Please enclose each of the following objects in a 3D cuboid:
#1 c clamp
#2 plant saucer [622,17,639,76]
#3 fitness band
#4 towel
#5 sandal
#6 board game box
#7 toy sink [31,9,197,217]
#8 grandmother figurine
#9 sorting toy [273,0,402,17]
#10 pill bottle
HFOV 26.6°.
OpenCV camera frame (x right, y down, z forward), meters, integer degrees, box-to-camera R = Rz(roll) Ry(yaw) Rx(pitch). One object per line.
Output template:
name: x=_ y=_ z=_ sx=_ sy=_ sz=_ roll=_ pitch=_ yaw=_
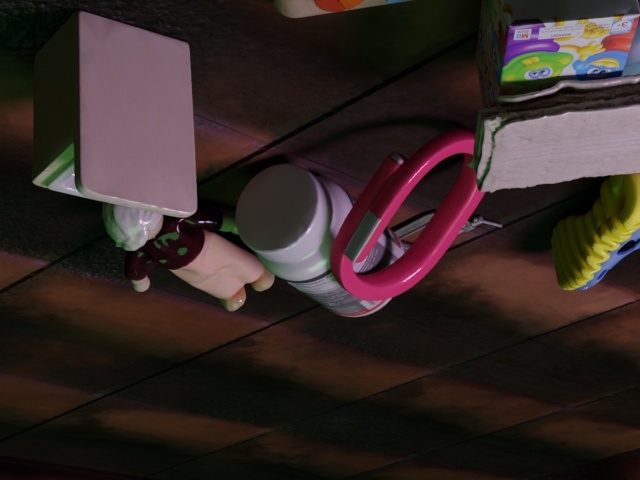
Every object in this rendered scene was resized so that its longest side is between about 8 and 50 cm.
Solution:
c clamp: x=0.191 y=-0.010 z=2.184 sx=0.160 sy=0.022 sz=0.137 roll=-24 pitch=150 yaw=35
plant saucer: x=0.457 y=-0.203 z=1.781 sx=0.317 sy=0.044 sz=0.318 roll=-4 pitch=156 yaw=-2
fitness band: x=0.128 y=-0.036 z=1.904 sx=0.209 sy=0.054 sz=0.291 roll=8 pitch=122 yaw=-53
towel: x=0.315 y=-0.126 z=1.564 sx=0.282 sy=0.049 sz=0.187 roll=-6 pitch=158 yaw=-2
sandal: x=0.471 y=-0.010 z=2.129 sx=0.138 sy=0.126 sz=0.317 roll=0 pitch=157 yaw=-21
board game box: x=0.261 y=-0.234 z=1.543 sx=0.142 sy=0.144 sz=0.275 roll=-6 pitch=156 yaw=1
toy sink: x=-0.244 y=-0.122 z=1.580 sx=0.152 sy=0.234 sz=0.131 roll=12 pitch=151 yaw=-35
grandmother figurine: x=-0.214 y=0.009 z=2.065 sx=0.208 sy=0.104 sz=0.342 roll=-41 pitch=144 yaw=9
sorting toy: x=0.057 y=-0.327 z=1.417 sx=0.229 sy=0.041 sz=0.307 roll=-5 pitch=156 yaw=-1
pill bottle: x=0.000 y=0.000 z=1.997 sx=0.161 sy=0.161 sz=0.283 roll=-16 pitch=154 yaw=22
